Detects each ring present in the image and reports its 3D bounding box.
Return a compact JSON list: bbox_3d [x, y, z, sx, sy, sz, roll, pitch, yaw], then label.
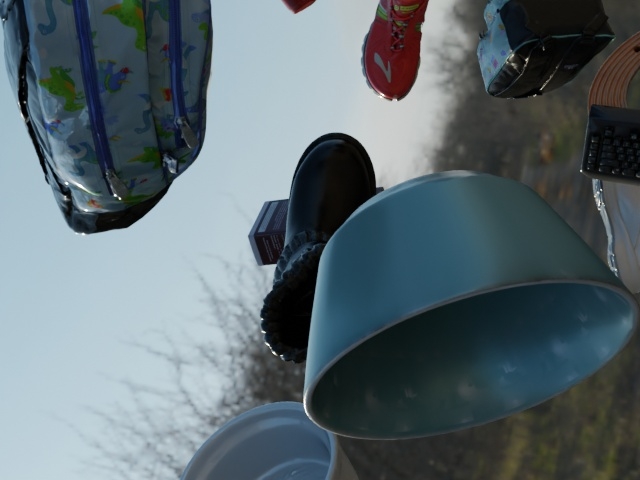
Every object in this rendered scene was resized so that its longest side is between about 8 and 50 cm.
[{"bbox_3d":[0.564,-0.223,1.735,0.032,0.337,0.336,57,-141,-43],"label":"ring"}]

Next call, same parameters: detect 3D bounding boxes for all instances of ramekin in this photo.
[{"bbox_3d":[-0.071,0.391,1.765,0.135,0.277,0.277,58,-145,-35],"label":"ramekin"}]

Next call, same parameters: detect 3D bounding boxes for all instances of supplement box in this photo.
[{"bbox_3d":[0.000,-0.026,2.175,0.130,0.239,0.073,-68,-34,-54],"label":"supplement box"}]

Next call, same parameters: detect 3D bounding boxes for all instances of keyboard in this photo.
[{"bbox_3d":[0.510,-0.133,1.539,0.033,0.317,0.201,-68,-18,-46],"label":"keyboard"}]

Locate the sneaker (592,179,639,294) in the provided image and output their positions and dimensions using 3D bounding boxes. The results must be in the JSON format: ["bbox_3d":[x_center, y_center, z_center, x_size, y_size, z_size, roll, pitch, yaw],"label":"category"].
[{"bbox_3d":[0.550,-0.054,2.052,0.111,0.129,0.297,-9,-93,-82],"label":"sneaker"}]

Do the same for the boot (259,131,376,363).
[{"bbox_3d":[0.004,0.002,1.667,0.260,0.131,0.348,79,-159,-85],"label":"boot"}]

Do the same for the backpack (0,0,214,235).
[{"bbox_3d":[-0.223,-0.204,1.227,0.355,0.273,0.290,65,-163,-65],"label":"backpack"}]

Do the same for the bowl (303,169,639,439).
[{"bbox_3d":[0.121,0.049,1.098,0.311,0.312,0.163,88,170,-59],"label":"bowl"}]

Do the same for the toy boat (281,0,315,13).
[{"bbox_3d":[0.043,-0.463,1.709,0.318,0.148,0.267,-33,2,-14],"label":"toy boat"}]

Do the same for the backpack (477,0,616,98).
[{"bbox_3d":[0.310,-0.288,1.694,0.188,0.166,0.144,109,147,-62],"label":"backpack"}]

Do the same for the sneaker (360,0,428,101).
[{"bbox_3d":[0.133,-0.379,2.010,0.118,0.107,0.279,97,-177,-87],"label":"sneaker"}]
